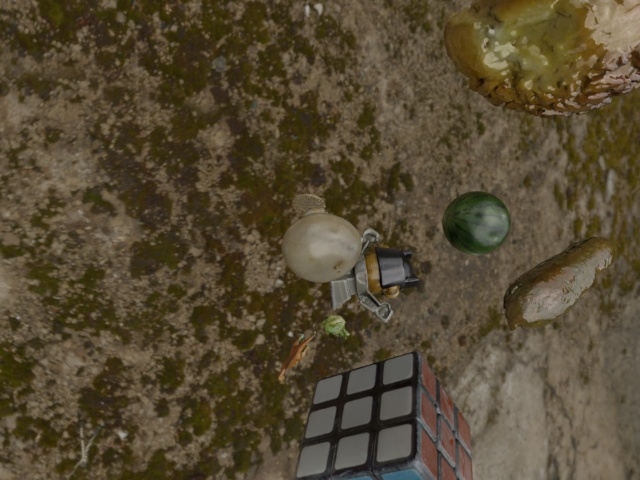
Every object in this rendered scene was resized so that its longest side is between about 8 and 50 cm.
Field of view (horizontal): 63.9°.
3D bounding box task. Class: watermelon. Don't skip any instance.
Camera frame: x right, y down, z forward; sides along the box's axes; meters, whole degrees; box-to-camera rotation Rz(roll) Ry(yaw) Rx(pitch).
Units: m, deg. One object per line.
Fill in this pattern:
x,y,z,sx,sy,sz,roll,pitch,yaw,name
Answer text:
0.456,-0.047,1.470,0.214,0.188,0.188,10,82,-22,watermelon

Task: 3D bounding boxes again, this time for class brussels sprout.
0.045,0.229,1.353,0.058,0.085,0.085,-48,120,-12,brussels sprout

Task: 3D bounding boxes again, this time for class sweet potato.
0.350,0.046,0.723,0.273,0.075,0.075,-26,106,-33,sweet potato

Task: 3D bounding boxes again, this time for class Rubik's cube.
0.157,0.492,1.186,0.305,0.300,0.304,55,27,-21,Rubik's cube

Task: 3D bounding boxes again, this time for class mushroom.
0.000,0.000,1.311,0.204,0.204,0.205,1,88,-41,mushroom

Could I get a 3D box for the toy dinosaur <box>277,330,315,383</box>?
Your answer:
-0.090,0.384,1.717,0.057,0.212,0.142,32,52,11,toy dinosaur

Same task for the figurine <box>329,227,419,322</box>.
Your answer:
0.158,0.105,1.579,0.143,0.308,0.309,58,38,-82,figurine

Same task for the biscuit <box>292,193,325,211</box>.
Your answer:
-0.041,-0.131,1.820,0.120,0.120,0.015,33,54,-36,biscuit

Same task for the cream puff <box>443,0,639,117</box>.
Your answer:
0.386,-0.322,0.833,0.342,0.327,0.231,-20,116,5,cream puff
